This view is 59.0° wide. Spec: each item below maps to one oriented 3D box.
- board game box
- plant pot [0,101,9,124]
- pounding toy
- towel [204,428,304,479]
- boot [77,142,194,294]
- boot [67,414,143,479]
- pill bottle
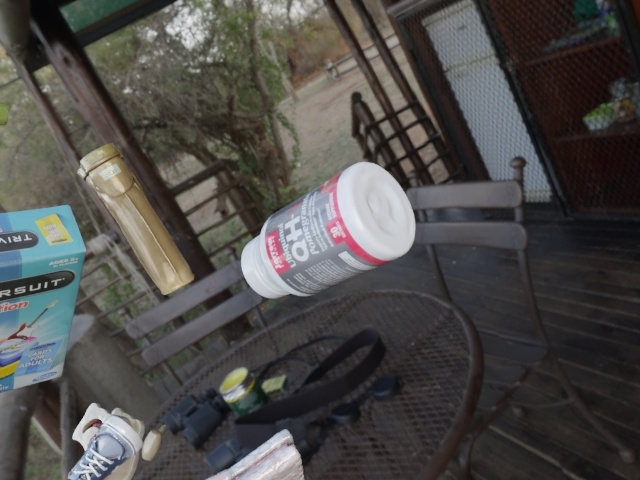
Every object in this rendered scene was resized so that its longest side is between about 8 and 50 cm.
[{"bbox_3d":[-0.461,0.106,0.729,0.254,0.079,0.336,-12,-31,-37],"label":"board game box"},{"bbox_3d":[-0.792,-0.307,1.351,0.079,0.083,0.083,7,-7,-36],"label":"plant pot"},{"bbox_3d":[-0.457,0.489,1.319,0.270,0.155,0.154,3,70,48],"label":"pounding toy"},{"bbox_3d":[-0.168,0.419,0.841,0.317,0.331,0.053,-26,60,-17],"label":"towel"},{"bbox_3d":[-0.340,-0.034,1.045,0.089,0.269,0.236,-32,11,-11],"label":"boot"},{"bbox_3d":[-0.326,0.329,0.846,0.086,0.069,0.190,-49,-3,-40],"label":"boot"},{"bbox_3d":[0.000,0.000,1.040,0.319,0.176,0.176,-28,13,40],"label":"pill bottle"}]
